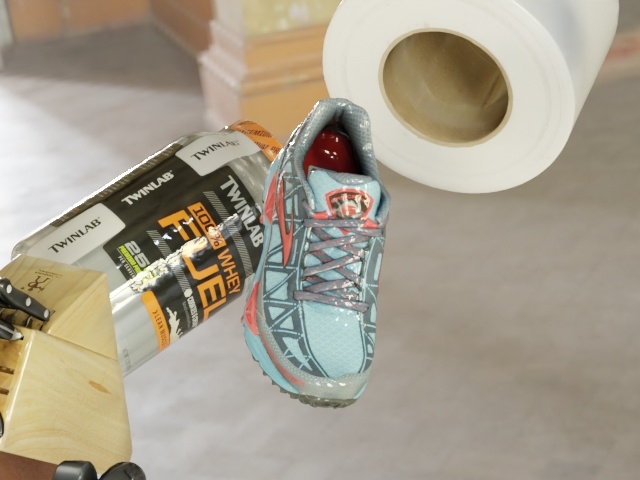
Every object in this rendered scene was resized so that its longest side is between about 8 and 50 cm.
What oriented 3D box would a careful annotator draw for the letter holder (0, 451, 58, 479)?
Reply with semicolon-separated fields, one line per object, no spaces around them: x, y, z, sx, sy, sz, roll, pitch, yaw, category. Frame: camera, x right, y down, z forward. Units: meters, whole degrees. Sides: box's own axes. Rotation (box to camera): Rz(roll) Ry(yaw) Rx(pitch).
-0.349;0.168;1.446;0.152;0.302;0.214;-17;34;19;letter holder

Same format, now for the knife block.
-0.255;0.130;1.190;0.088;0.276;0.242;12;35;22;knife block

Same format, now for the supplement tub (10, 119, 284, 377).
-0.174;0.005;1.734;0.316;0.194;0.193;-36;30;-22;supplement tub

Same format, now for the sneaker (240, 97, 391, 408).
0.000;0.000;1.179;0.104;0.125;0.262;6;55;-14;sneaker

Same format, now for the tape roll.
0.143;-0.189;1.446;0.246;0.246;0.169;2;40;27;tape roll

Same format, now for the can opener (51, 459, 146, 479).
-0.143;0.239;1.041;0.073;0.186;0.059;6;11;37;can opener
